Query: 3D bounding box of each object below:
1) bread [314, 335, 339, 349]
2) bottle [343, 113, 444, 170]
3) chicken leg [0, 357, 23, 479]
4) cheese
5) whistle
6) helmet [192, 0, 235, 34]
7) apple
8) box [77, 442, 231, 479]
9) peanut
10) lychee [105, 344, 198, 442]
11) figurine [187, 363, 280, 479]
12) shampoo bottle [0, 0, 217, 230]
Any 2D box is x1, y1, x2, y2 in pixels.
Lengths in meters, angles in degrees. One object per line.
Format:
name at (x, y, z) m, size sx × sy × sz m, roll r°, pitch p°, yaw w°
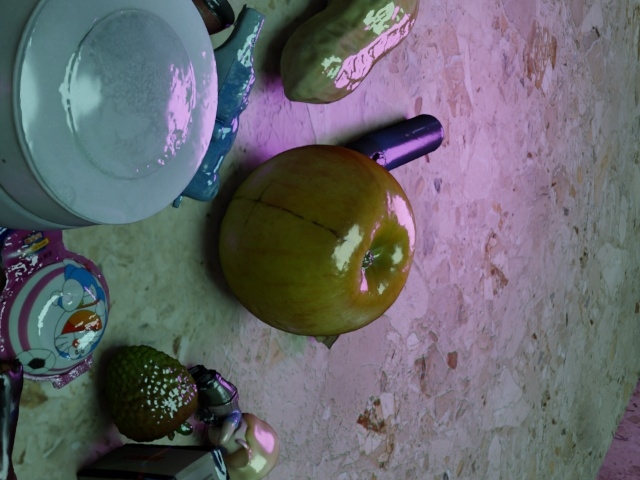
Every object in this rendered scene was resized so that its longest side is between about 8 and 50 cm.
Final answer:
bread at (0.031, 0.072, 1.422) m, size 0.119 × 0.067 × 0.192 m, roll 49°, pitch 60°, yaw -47°
bottle at (0.123, -0.158, 1.472) m, size 0.244 × 0.082 × 0.072 m, roll -26°, pitch 122°, yaw -47°
chicken leg at (-0.341, 0.325, 0.971) m, size 0.158 × 0.096 × 0.406 m, roll -35°, pitch 125°, yaw -47°
cheese at (-0.306, 0.056, 0.970) m, size 0.155 × 0.062 × 0.244 m, roll -33°, pitch 124°, yaw -42°
whistle at (-0.132, -0.164, 1.085) m, size 0.093 × 0.180 × 0.269 m, roll 25°, pitch 99°, yaw -12°
helmet at (-0.147, -0.287, 1.100) m, size 0.065 × 0.049 × 0.084 m, roll 56°, pitch 19°, yaw -2°
apple at (0.000, 0.000, 1.221) m, size 0.286 × 0.233 × 0.286 m, roll -20°, pitch 116°, yaw -48°
box at (-0.165, 0.407, 1.067) m, size 0.084 × 0.198 × 0.310 m, roll -27°, pitch 101°, yaw -47°
peanut at (0.045, -0.308, 1.279) m, size 0.313 × 0.149 × 0.149 m, roll -49°, pitch 135°, yaw -28°
lychee at (-0.212, 0.196, 1.091) m, size 0.114 × 0.114 × 0.146 m, roll -46°, pitch 119°, yaw -37°
figurine at (-0.131, 0.266, 1.229) m, size 0.108 × 0.114 × 0.196 m, roll -50°, pitch 128°, yaw -33°
shampoo bottle at (-0.258, -0.144, 0.806) m, size 0.273 × 0.266 × 0.272 m, roll -18°, pitch 112°, yaw -51°
